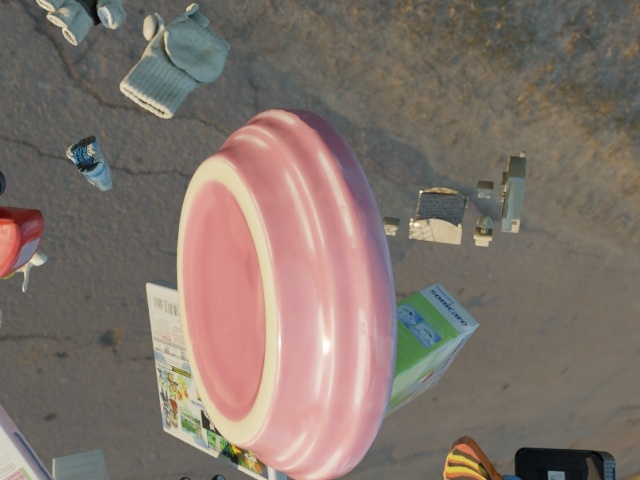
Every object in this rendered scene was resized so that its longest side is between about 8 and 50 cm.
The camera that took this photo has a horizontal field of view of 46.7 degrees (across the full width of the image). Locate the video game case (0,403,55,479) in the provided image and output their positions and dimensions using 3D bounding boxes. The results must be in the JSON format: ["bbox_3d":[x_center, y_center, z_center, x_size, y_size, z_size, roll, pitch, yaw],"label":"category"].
[{"bbox_3d":[-0.371,0.290,0.781,0.212,0.193,0.023,-33,-177,12],"label":"video game case"}]

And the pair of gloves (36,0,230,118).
[{"bbox_3d":[-0.232,-0.281,0.949,0.042,0.240,0.204,-43,-169,44],"label":"pair of gloves"}]

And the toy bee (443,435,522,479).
[{"bbox_3d":[0.321,0.517,1.359,0.162,0.298,0.195,-50,148,13],"label":"toy bee"}]

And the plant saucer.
[{"bbox_3d":[-0.054,0.050,0.661,0.084,0.332,0.332,-4,135,-27],"label":"plant saucer"}]

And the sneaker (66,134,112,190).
[{"bbox_3d":[-0.490,-0.160,1.594,0.071,0.190,0.083,-31,128,-5],"label":"sneaker"}]

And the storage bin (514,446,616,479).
[{"bbox_3d":[0.492,0.482,1.491,0.180,0.122,0.084,-8,161,34],"label":"storage bin"}]

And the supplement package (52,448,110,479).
[{"bbox_3d":[-0.493,0.542,1.535,0.105,0.179,0.105,-8,127,-12],"label":"supplement package"}]

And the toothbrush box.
[{"bbox_3d":[0.126,0.223,1.355,0.283,0.122,0.206,-22,149,-41],"label":"toothbrush box"}]

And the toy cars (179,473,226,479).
[{"bbox_3d":[-0.232,0.529,1.345,0.177,0.087,0.393,-21,149,-23],"label":"toy cars"}]

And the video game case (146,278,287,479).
[{"bbox_3d":[-0.187,0.236,1.288,0.036,0.329,0.299,-16,107,-43],"label":"video game case"}]

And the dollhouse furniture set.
[{"bbox_3d":[0.365,-0.147,2.007,0.303,0.356,0.173,-67,160,-53],"label":"dollhouse furniture set"}]

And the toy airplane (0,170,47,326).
[{"bbox_3d":[-0.656,0.062,1.262,0.386,0.384,0.272,-30,103,-21],"label":"toy airplane"}]
